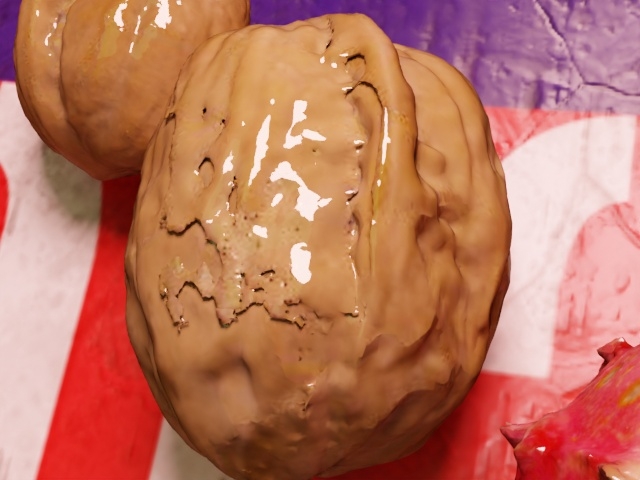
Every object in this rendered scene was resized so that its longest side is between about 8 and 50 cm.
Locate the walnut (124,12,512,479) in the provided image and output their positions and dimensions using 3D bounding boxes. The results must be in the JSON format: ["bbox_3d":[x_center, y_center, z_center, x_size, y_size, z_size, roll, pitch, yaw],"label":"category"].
[{"bbox_3d":[0.000,0.000,0.539,0.198,0.198,0.245,-5,70,13],"label":"walnut"}]

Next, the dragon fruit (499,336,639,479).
[{"bbox_3d":[0.188,0.115,0.433,0.268,0.205,0.210,-31,57,4],"label":"dragon fruit"}]

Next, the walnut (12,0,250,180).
[{"bbox_3d":[-0.110,-0.116,0.642,0.166,0.149,0.167,-16,69,45],"label":"walnut"}]
